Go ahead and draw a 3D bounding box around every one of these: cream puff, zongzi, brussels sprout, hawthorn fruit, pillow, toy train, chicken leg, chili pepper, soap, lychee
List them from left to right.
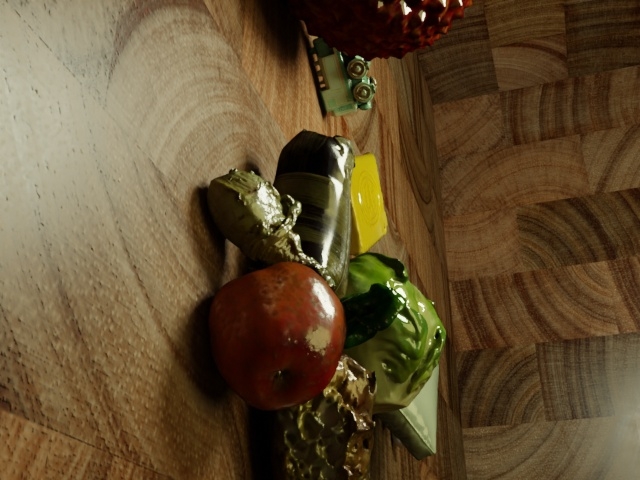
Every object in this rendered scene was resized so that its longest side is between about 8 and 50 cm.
[{"bbox_3d":[-0.060,-0.008,1.052,0.228,0.088,0.103,41,25,-14],"label":"chicken leg"},{"bbox_3d":[-0.055,0.119,0.968,0.189,0.189,0.189,-9,90,-75],"label":"hawthorn fruit"},{"bbox_3d":[0.000,0.000,1.266,0.288,0.134,0.285,61,38,-58],"label":"zongzi"},{"bbox_3d":[0.001,0.276,1.106,0.241,0.155,0.268,-86,178,-68],"label":"cream puff"},{"bbox_3d":[0.048,-0.367,1.684,0.080,0.125,0.193,-80,153,-68],"label":"toy train"},{"bbox_3d":[0.057,-0.074,1.603,0.324,0.096,0.204,-35,114,-73],"label":"soap"},{"bbox_3d":[0.048,0.104,1.074,0.074,0.100,0.257,62,-24,8],"label":"chili pepper"},{"bbox_3d":[0.109,0.172,1.432,0.259,0.227,0.294,25,65,-54],"label":"brussels sprout"},{"bbox_3d":[0.122,-0.557,1.474,0.500,0.425,0.424,-30,112,-52],"label":"lychee"},{"bbox_3d":[0.176,0.294,1.718,0.255,0.120,0.322,53,23,-16],"label":"pillow"}]

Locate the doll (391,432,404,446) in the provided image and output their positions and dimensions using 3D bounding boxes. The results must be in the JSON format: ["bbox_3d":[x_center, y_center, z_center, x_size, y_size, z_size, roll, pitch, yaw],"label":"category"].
[{"bbox_3d":[0.189,0.418,1.877,0.161,0.059,0.159,-9,91,-75],"label":"doll"}]
